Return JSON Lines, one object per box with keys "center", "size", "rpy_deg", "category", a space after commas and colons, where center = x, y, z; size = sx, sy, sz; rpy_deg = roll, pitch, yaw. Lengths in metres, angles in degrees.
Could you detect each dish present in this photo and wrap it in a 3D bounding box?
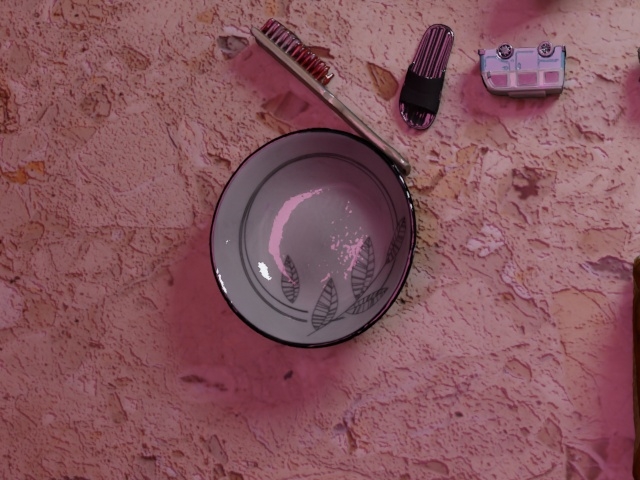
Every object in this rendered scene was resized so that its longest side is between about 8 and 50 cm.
{"center": [0.000, 0.000, 1.755], "size": [0.316, 0.106, 0.317], "rpy_deg": [-2, 82, 17], "category": "dish"}

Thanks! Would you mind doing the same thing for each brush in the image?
{"center": [0.023, -0.217, 1.792], "size": [0.050, 0.060, 0.321], "rpy_deg": [-45, 75, -3], "category": "brush"}

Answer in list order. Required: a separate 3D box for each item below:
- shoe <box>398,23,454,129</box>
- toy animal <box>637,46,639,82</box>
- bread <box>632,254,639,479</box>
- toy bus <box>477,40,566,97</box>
{"center": [0.153, -0.243, 1.761], "size": [0.062, 0.053, 0.159], "rpy_deg": [16, 87, 13], "category": "shoe"}
{"center": [0.527, -0.183, 1.635], "size": [0.253, 0.079, 0.070], "rpy_deg": [43, 118, 16], "category": "toy animal"}
{"center": [0.564, 0.177, 1.559], "size": [0.323, 0.143, 0.333], "rpy_deg": [-1, 84, 15], "category": "bread"}
{"center": [0.286, -0.240, 1.718], "size": [0.122, 0.060, 0.075], "rpy_deg": [-1, 88, 13], "category": "toy bus"}
